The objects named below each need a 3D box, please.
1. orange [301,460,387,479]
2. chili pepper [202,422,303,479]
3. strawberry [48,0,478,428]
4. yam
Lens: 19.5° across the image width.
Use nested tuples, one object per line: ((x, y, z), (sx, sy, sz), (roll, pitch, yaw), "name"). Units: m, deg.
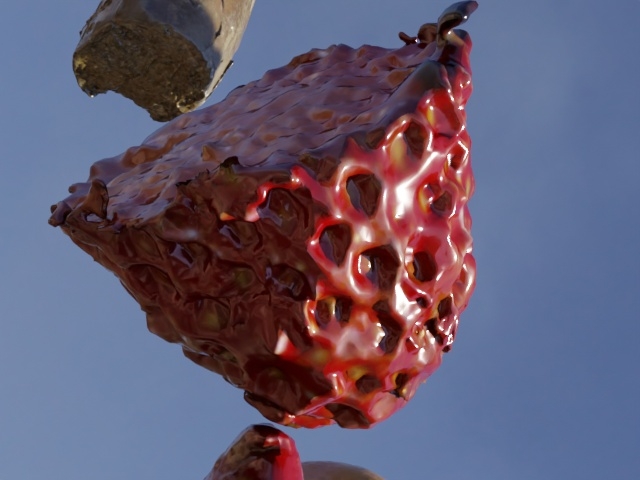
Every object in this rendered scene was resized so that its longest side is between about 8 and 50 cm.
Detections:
((0.009, 0.310, 1.703), (0.219, 0.193, 0.219), (-13, -107, 47), "orange")
((-0.067, 0.213, 0.926), (0.136, 0.144, 0.252), (25, -77, 22), "chili pepper")
((0.000, 0.000, 0.937), (0.234, 0.234, 0.178), (10, -53, 62), "strawberry")
((-0.114, -0.217, 1.590), (0.128, 0.238, 0.129), (0, -42, 29), "yam")
